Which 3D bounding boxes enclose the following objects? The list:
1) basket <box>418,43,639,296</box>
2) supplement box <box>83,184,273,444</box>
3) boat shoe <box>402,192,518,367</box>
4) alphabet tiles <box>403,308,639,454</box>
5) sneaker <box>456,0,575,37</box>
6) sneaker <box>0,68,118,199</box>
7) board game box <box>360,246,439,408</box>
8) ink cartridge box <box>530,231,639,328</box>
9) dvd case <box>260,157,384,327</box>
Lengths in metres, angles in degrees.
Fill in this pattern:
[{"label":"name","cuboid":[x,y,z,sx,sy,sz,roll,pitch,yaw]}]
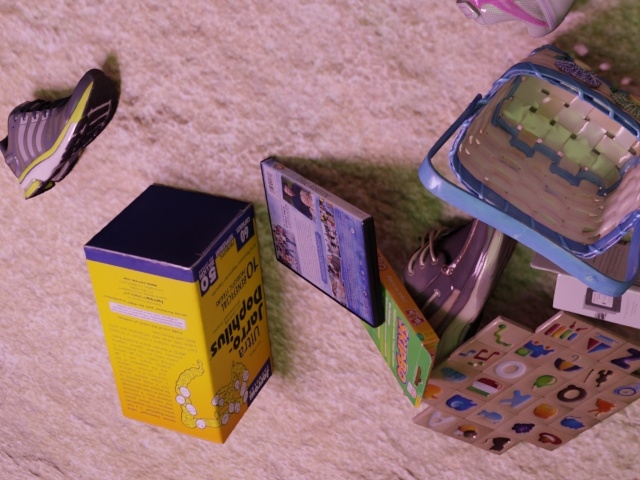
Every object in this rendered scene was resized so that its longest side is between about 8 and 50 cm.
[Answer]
[{"label":"basket","cuboid":[0.261,-0.086,1.141,0.255,0.289,0.201,32,137,1]},{"label":"supplement box","cuboid":[-0.216,0.119,1.616,0.195,0.194,0.356,11,127,22]},{"label":"boat shoe","cuboid":[0.177,0.053,1.395,0.130,0.132,0.355,27,131,12]},{"label":"alphabet tiles","cuboid":[0.299,0.214,1.446,0.285,0.011,0.342,23,136,-22]},{"label":"sneaker","cuboid":[0.181,-0.305,1.154,0.252,0.103,0.111,26,129,11]},{"label":"sneaker","cuboid":[-0.427,-0.180,1.579,0.121,0.111,0.300,48,129,-4]},{"label":"board game box","cuboid":[0.096,0.105,1.429,0.124,0.039,0.259,97,153,-46]},{"label":"ink cartridge box","cuboid":[0.370,0.048,1.303,0.180,0.104,0.060,14,129,21]},{"label":"dvd case","cuboid":[0.000,0.000,1.446,0.253,0.022,0.180,32,140,46]}]
